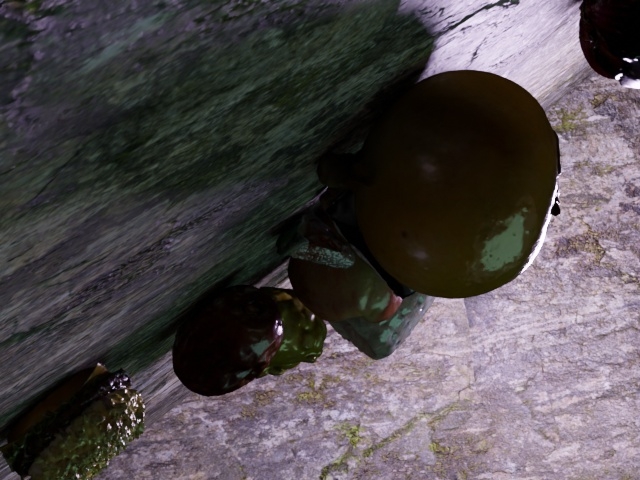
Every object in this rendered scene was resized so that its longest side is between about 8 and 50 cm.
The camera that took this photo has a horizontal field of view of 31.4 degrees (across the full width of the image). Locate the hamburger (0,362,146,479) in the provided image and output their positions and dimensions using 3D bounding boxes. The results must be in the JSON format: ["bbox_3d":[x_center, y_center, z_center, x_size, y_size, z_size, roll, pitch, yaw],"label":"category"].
[{"bbox_3d":[-0.380,0.304,1.786,0.243,0.139,0.262,-39,173,-7],"label":"hamburger"}]

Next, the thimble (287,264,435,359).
[{"bbox_3d":[0.091,0.097,2.383,0.195,0.291,0.291,-44,175,-8],"label":"thimble"}]

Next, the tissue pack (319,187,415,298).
[{"bbox_3d":[0.187,-0.084,1.939,0.332,0.245,0.123,-39,-153,3],"label":"tissue pack"}]

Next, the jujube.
[{"bbox_3d":[-0.174,0.181,2.064,0.183,0.183,0.243,-34,165,-44],"label":"jujube"}]

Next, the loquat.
[{"bbox_3d":[0.173,-0.079,1.634,0.359,0.329,0.328,5,172,0],"label":"loquat"}]

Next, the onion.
[{"bbox_3d":[0.595,-0.409,2.127,0.281,0.280,0.221,86,24,-83],"label":"onion"}]

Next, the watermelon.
[{"bbox_3d":[0.000,0.000,1.968,0.187,0.139,0.071,-48,162,-77],"label":"watermelon"}]

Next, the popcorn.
[{"bbox_3d":[-0.097,0.178,2.333,0.233,0.192,0.266,-25,165,36],"label":"popcorn"}]

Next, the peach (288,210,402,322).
[{"bbox_3d":[0.058,0.027,2.131,0.232,0.257,0.232,-2,180,0],"label":"peach"}]
